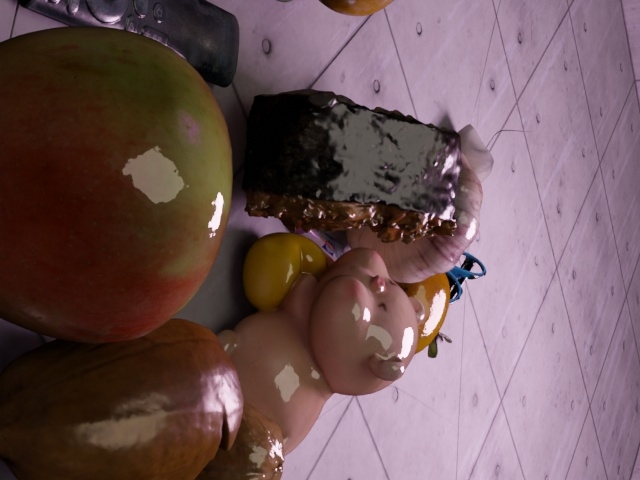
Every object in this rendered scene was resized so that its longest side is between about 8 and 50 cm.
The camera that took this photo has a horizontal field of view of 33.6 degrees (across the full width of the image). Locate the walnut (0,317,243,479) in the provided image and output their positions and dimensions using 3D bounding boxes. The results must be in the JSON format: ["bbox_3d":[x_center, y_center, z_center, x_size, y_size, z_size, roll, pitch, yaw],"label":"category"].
[{"bbox_3d":[-0.232,0.187,1.147,0.336,0.209,0.209,-4,94,-49],"label":"walnut"}]

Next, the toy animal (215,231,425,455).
[{"bbox_3d":[0.012,0.124,1.508,0.345,0.246,0.278,-41,122,-52],"label":"toy animal"}]

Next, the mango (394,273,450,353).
[{"bbox_3d":[0.148,0.122,1.859,0.151,0.120,0.221,38,61,-26],"label":"mango"}]

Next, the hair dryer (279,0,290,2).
[{"bbox_3d":[-0.072,-0.433,1.573,0.071,0.047,0.150,-2,86,-61],"label":"hair dryer"}]

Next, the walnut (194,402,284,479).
[{"bbox_3d":[-0.128,0.276,1.355,0.149,0.166,0.167,-52,135,-67],"label":"walnut"}]

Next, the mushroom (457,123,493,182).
[{"bbox_3d":[0.271,-0.145,2.114,0.225,0.093,0.116,-41,110,-41],"label":"mushroom"}]

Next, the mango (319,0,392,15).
[{"bbox_3d":[0.054,-0.469,1.600,0.384,0.199,0.221,-83,176,-55],"label":"mango"}]

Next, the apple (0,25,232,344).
[{"bbox_3d":[-0.241,-0.056,1.040,0.277,0.319,0.319,13,77,-29],"label":"apple"}]

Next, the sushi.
[{"bbox_3d":[0.041,-0.104,1.566,0.348,0.234,0.208,9,87,-26],"label":"sushi"}]

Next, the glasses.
[{"bbox_3d":[0.254,0.126,2.059,0.239,0.102,0.207,-36,120,-54],"label":"glasses"}]

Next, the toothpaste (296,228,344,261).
[{"bbox_3d":[0.000,0.000,1.703,0.170,0.028,0.045,38,51,-55],"label":"toothpaste"}]

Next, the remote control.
[{"bbox_3d":[-0.223,-0.285,1.313,0.377,0.044,0.107,13,75,-59],"label":"remote control"}]

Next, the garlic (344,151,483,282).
[{"bbox_3d":[0.180,-0.037,1.795,0.253,0.245,0.245,28,66,-55],"label":"garlic"}]
